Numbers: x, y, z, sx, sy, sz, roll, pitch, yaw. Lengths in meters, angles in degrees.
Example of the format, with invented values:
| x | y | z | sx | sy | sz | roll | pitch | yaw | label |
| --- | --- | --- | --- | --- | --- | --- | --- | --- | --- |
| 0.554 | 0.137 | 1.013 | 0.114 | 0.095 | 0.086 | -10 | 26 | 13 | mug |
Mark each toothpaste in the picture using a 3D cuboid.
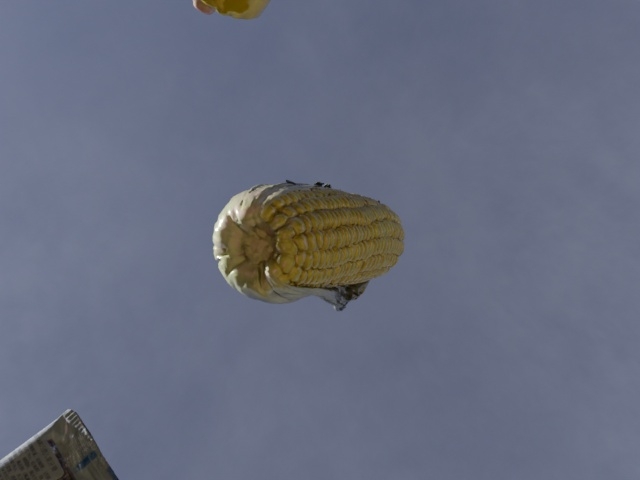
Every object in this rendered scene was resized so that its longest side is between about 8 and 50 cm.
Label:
| x | y | z | sx | sy | sz | roll | pitch | yaw | label |
| --- | --- | --- | --- | --- | --- | --- | --- | --- | --- |
| -0.319 | 0.271 | 0.785 | 0.299 | 0.073 | 0.114 | -33 | -126 | -16 | toothpaste |

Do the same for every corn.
| x | y | z | sx | sy | sz | roll | pitch | yaw | label |
| --- | --- | --- | --- | --- | --- | --- | --- | --- | --- |
| -0.004 | 0.001 | 0.977 | 0.123 | 0.305 | 0.122 | 32 | -77 | 23 | corn |

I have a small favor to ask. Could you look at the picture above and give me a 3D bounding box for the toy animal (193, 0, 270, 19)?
| x | y | z | sx | sy | sz | roll | pitch | yaw | label |
| --- | --- | --- | --- | --- | --- | --- | --- | --- | --- |
| -0.110 | -0.344 | 1.045 | 0.156 | 0.229 | 0.156 | -11 | -47 | -12 | toy animal |
